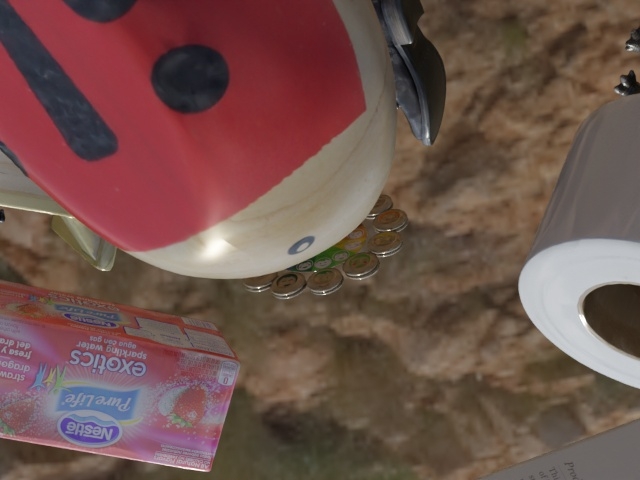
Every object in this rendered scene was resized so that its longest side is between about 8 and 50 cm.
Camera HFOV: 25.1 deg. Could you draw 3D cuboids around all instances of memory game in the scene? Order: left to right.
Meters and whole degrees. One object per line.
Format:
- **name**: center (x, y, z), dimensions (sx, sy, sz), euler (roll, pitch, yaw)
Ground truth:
- **memory game**: center (0.000, 0.000, 1.474), dimensions (0.186, 0.186, 0.012), euler (-12, 122, 10)

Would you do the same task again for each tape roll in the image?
- **tape roll**: center (0.318, 0.009, 1.291), dimensions (0.246, 0.169, 0.246), euler (20, 151, 12)

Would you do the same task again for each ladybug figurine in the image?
- **ladybug figurine**: center (-0.135, -0.145, 0.928), dimensions (0.305, 0.162, 0.449), euler (-19, 116, 40)

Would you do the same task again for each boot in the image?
- **boot**: center (0.037, -0.239, 1.933), dimensions (0.229, 0.091, 0.263), euler (-4, 123, 25)

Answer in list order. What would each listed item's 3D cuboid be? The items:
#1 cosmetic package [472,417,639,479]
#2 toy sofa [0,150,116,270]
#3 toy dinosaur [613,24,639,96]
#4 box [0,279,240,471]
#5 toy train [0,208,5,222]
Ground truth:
- **cosmetic package**: center (0.293, 0.236, 1.066), dimensions (0.385, 0.217, 0.156), euler (-15, 154, -14)
- **toy sofa**: center (-0.355, -0.095, 1.344), dimensions (0.363, 0.177, 0.150), euler (9, -169, -32)
- **toy dinosaur**: center (0.401, -0.143, 1.534), dimensions (0.121, 0.160, 0.313), euler (-6, 127, -46)
- **box**: center (-0.261, 0.151, 1.639), dimensions (0.300, 0.142, 0.154), euler (13, -170, -19)
- **toy train**: center (-0.568, -0.032, 2.073), dimensions (0.190, 0.142, 0.334), euler (-9, 173, -2)
